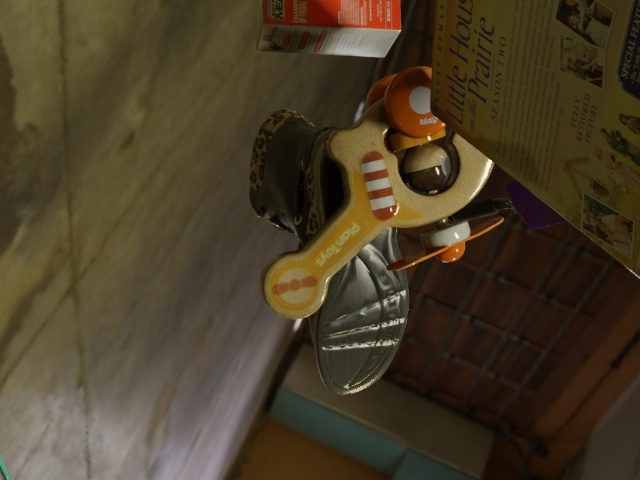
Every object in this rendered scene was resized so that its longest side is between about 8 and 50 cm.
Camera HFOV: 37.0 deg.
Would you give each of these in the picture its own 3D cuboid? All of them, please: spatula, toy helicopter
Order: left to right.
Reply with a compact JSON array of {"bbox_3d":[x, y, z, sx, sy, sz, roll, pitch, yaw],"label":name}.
[{"bbox_3d":[0.076,-0.029,1.177,0.355,0.235,0.140,-45,-170,-3],"label":"toy helicopter"},{"bbox_3d":[0.264,-0.050,1.402,0.030,0.084,0.296,-36,-171,-20],"label":"spatula"}]

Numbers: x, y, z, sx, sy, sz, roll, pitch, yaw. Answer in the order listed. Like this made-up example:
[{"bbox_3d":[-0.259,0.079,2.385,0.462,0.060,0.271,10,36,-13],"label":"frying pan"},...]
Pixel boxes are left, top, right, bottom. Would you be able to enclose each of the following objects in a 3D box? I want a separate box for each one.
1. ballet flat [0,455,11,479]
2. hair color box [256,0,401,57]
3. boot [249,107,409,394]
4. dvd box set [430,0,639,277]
[{"bbox_3d":[-0.215,0.190,0.600,0.070,0.070,0.188,-60,150,-49],"label":"ballet flat"},{"bbox_3d":[0.007,-0.268,1.179,0.093,0.167,0.053,134,-45,-77],"label":"hair color box"},{"bbox_3d":[0.000,0.000,1.375,0.284,0.138,0.378,-141,-139,-59],"label":"boot"},{"bbox_3d":[0.254,-0.139,0.845,0.062,0.420,0.308,-26,139,-22],"label":"dvd box set"}]
